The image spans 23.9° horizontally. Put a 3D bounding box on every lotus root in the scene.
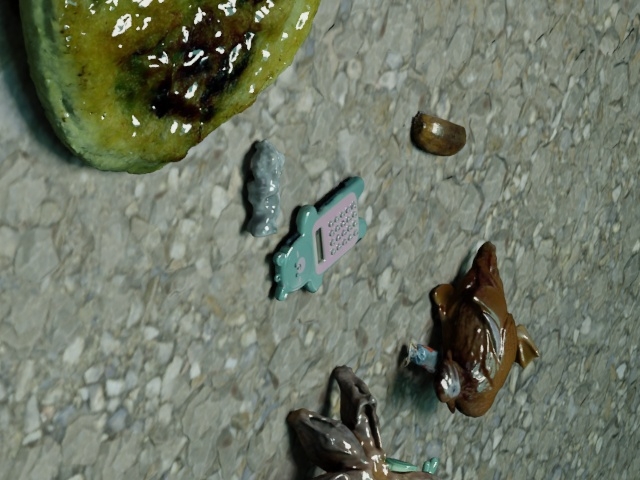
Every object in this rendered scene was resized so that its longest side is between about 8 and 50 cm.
[{"bbox_3d":[0.121,-0.102,1.509,0.083,0.030,0.037,14,95,-56],"label":"lotus root"}]

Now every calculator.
[{"bbox_3d":[0.000,0.000,1.389,0.141,0.019,0.094,-41,138,-39],"label":"calculator"}]

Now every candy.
[{"bbox_3d":[0.110,0.127,1.609,0.083,0.020,0.030,29,81,-59],"label":"candy"}]

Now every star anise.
[{"bbox_3d":[0.044,0.239,1.445,0.208,0.063,0.172,51,53,-10],"label":"star anise"}]

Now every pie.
[{"bbox_3d":[-0.103,-0.191,1.103,0.323,0.071,0.323,-31,131,-45],"label":"pie"}]

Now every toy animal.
[{"bbox_3d":[0.160,0.095,1.608,0.179,0.089,0.188,-2,91,-61],"label":"toy animal"}]

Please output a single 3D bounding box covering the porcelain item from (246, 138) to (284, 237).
[{"bbox_3d":[-0.048,-0.045,1.291,0.036,0.028,0.083,-36,133,-66],"label":"porcelain item"}]

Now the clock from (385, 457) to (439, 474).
[{"bbox_3d":[0.058,0.302,1.573,0.211,0.066,0.159,-24,123,-49],"label":"clock"}]
